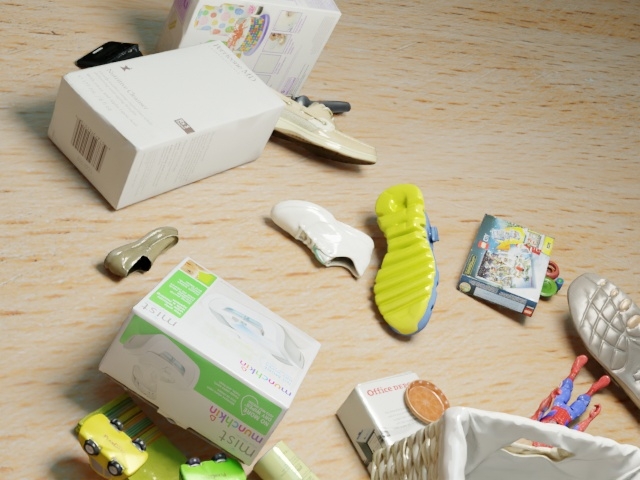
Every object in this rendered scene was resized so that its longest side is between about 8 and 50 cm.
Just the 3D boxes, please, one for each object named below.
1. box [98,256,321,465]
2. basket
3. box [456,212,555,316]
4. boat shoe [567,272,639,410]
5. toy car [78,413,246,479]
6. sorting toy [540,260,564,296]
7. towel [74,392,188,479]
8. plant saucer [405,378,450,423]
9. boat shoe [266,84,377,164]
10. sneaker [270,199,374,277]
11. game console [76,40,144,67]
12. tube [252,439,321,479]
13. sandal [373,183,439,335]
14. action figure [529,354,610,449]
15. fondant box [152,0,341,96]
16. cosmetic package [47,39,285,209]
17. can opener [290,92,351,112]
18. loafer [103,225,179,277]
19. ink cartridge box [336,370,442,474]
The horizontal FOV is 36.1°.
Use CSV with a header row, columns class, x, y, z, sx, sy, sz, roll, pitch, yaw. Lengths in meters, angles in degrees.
class,x,y,z,sx,sy,sz,roll,pitch,yaw
box,-0.159,0.175,1.472,0.262,0.127,0.231,33,20,1
basket,0.251,0.440,1.344,0.328,0.266,0.331,16,60,-20
box,0.386,0.047,2.030,0.159,0.044,0.233,20,39,9
boat shoe,0.604,0.230,1.954,0.132,0.130,0.355,-30,75,-3
toy car,-0.206,0.342,1.339,0.225,0.053,0.239,1,49,-37
sorting toy,0.481,0.091,2.086,0.061,0.042,0.102,19,51,8
towel,-0.235,0.322,1.397,0.237,0.021,0.102,43,42,12
plant saucer,0.173,0.264,1.599,0.083,0.013,0.083,21,40,-18
boat shoe,-0.015,-0.239,2.020,0.302,0.109,0.098,21,83,-7
sneaker,0.000,0.000,1.840,0.212,0.080,0.094,25,52,-11
game console,-0.408,-0.343,1.968,0.107,0.071,0.122,10,34,21
tube,0.004,0.400,1.447,0.070,0.062,0.240,-43,81,-8
sandal,0.179,0.046,1.876,0.138,0.126,0.317,52,34,-46
action figure,0.468,0.289,1.801,0.091,0.139,0.280,41,43,12
fondant box,-0.154,-0.422,2.034,0.330,0.238,0.096,-2,51,-35
cosmetic package,-0.277,-0.225,1.820,0.217,0.156,0.385,44,42,16
can opener,-0.012,-0.288,2.144,0.059,0.073,0.186,13,18,43
loafer,-0.291,0.024,1.641,0.148,0.056,0.050,-29,69,-36
ink cartridge box,0.135,0.321,1.589,0.139,0.082,0.191,-7,52,-38
